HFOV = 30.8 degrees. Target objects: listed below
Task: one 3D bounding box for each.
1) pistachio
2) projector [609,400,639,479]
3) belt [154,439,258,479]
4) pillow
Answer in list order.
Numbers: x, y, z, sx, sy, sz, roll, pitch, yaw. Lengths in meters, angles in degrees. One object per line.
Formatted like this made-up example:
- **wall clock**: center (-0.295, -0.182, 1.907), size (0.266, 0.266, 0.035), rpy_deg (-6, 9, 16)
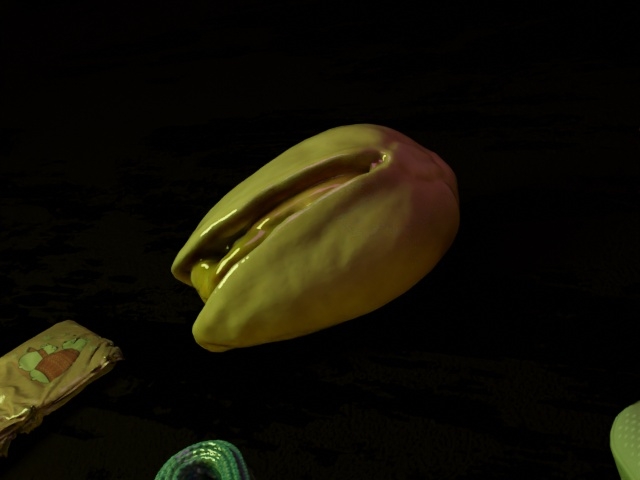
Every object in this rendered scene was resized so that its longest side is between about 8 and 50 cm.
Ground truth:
- **pistachio**: center (0.000, 0.000, 1.161), size (0.299, 0.187, 0.187), rpy_deg (-28, 27, 4)
- **projector**: center (0.273, 0.186, 0.598), size (0.163, 0.177, 0.242), rpy_deg (-25, 28, 2)
- **belt**: center (-0.064, 0.251, 0.859), size (0.087, 0.072, 0.302), rpy_deg (-22, 25, -6)
- **pillow**: center (-0.329, 0.170, 1.230), size (0.248, 0.049, 0.135), rpy_deg (-36, 31, -30)
